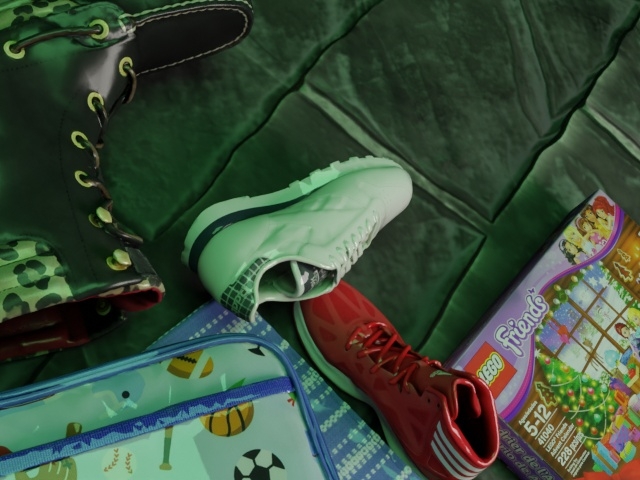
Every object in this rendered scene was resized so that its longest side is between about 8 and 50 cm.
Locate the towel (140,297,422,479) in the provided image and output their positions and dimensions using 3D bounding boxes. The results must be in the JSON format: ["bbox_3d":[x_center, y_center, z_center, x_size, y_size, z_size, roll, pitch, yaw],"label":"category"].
[{"bbox_3d":[-0.043,0.224,0.694,0.336,0.040,0.243,46,59,6],"label":"towel"}]

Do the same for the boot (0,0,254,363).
[{"bbox_3d":[-0.192,-0.073,0.716,0.378,0.138,0.284,-17,71,-25],"label":"boot"}]

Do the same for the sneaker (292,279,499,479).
[{"bbox_3d":[0.072,0.100,0.743,0.087,0.128,0.221,-36,82,-32],"label":"sneaker"}]

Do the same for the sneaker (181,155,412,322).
[{"bbox_3d":[0.000,0.000,0.768,0.235,0.090,0.095,-25,51,-32],"label":"sneaker"}]

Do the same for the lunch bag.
[{"bbox_3d":[-0.137,0.192,0.593,0.303,0.115,0.243,-12,68,-24],"label":"lunch bag"}]

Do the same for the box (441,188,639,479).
[{"bbox_3d":[0.261,0.108,0.860,0.201,0.057,0.293,44,57,4],"label":"box"}]
